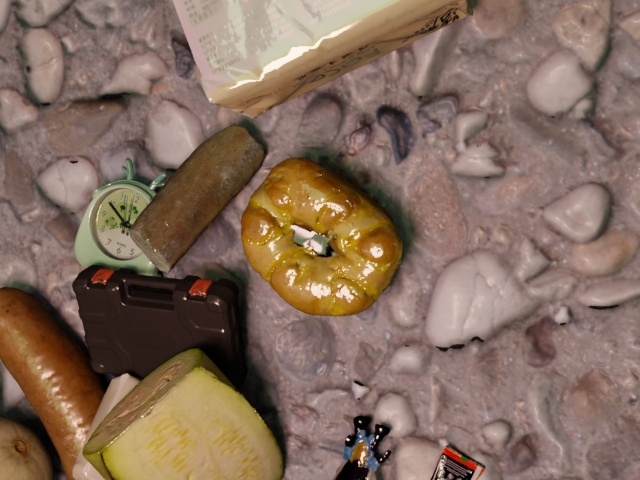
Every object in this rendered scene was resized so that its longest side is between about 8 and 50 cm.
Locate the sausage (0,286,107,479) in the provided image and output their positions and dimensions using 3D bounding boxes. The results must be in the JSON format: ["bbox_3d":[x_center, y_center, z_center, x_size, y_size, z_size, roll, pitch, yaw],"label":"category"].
[{"bbox_3d":[-0.438,0.293,1.378,0.136,0.123,0.501,-28,83,-19],"label":"sausage"}]

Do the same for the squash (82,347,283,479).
[{"bbox_3d":[-0.184,0.356,1.237,0.233,0.210,0.309,-41,102,-15],"label":"squash"}]

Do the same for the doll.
[{"bbox_3d":[0.059,0.388,1.270,0.096,0.070,0.195,15,90,30],"label":"doll"}]

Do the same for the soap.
[{"bbox_3d":[-0.324,0.331,1.307,0.121,0.183,0.064,36,141,-26],"label":"soap"}]

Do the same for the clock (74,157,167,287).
[{"bbox_3d":[-0.328,-0.032,1.362,0.159,0.066,0.211,23,99,13],"label":"clock"}]

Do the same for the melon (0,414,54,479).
[{"bbox_3d":[-0.603,0.434,1.362,0.272,0.272,0.308,40,138,11],"label":"melon"}]

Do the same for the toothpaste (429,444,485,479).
[{"bbox_3d":[0.188,0.426,1.250,0.071,0.045,0.193,27,94,5],"label":"toothpaste"}]

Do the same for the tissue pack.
[{"bbox_3d":[-0.018,-0.417,1.180,0.405,0.205,0.332,-22,86,17],"label":"tissue pack"}]

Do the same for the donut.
[{"bbox_3d":[0.000,0.000,1.236,0.261,0.128,0.208,44,104,10],"label":"donut"}]

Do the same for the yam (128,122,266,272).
[{"bbox_3d":[-0.203,-0.075,1.286,0.106,0.106,0.259,35,74,12],"label":"yam"}]

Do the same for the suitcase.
[{"bbox_3d":[-0.268,0.149,1.319,0.285,0.066,0.206,5,119,16],"label":"suitcase"}]
